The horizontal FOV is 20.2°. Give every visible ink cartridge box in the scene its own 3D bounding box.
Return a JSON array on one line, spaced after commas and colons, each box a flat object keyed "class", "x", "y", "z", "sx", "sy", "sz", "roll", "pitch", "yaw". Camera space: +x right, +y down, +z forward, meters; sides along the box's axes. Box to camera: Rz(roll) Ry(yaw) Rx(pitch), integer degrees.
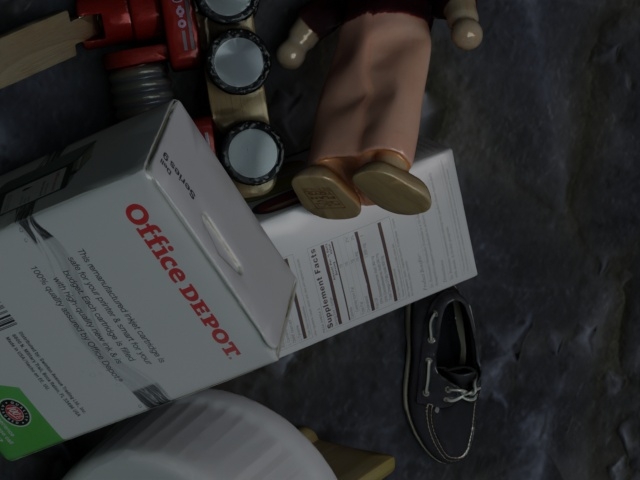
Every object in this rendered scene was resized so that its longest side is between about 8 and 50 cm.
[{"class": "ink cartridge box", "x": -0.194, "y": 0.038, "z": 1.520, "sx": 0.289, "sy": 0.121, "sz": 0.211, "roll": -21, "pitch": 118, "yaw": 23}]

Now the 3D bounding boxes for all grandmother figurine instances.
[{"class": "grandmother figurine", "x": 0.056, "y": -0.185, "z": 1.615, "sx": 0.104, "sy": 0.207, "sz": 0.342, "roll": 57, "pitch": 40, "yaw": -54}]

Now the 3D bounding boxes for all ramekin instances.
[{"class": "ramekin", "x": -0.119, "y": 0.282, "z": 1.607, "sx": 0.135, "sy": 0.277, "sz": 0.277, "roll": -30, "pitch": 123, "yaw": -62}]

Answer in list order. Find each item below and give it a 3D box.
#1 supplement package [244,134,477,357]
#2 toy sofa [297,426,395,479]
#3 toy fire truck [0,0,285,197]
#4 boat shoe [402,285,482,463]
[{"class": "supplement package", "x": 0.000, "y": 0.000, "z": 1.678, "sx": 0.244, "sy": 0.139, "sz": 0.134, "roll": -22, "pitch": 113, "yaw": -19}, {"class": "toy sofa", "x": -0.035, "y": 0.376, "z": 1.767, "sx": 0.150, "sy": 0.177, "sz": 0.363, "roll": -23, "pitch": 116, "yaw": -54}, {"class": "toy fire truck", "x": -0.164, "y": -0.131, "z": 1.570, "sx": 0.246, "sy": 0.158, "sz": 0.217, "roll": -9, "pitch": 95, "yaw": -2}, {"class": "boat shoe", "x": 0.128, "y": 0.138, "z": 1.818, "sx": 0.075, "sy": 0.065, "sz": 0.206, "roll": -14, "pitch": 109, "yaw": -22}]
